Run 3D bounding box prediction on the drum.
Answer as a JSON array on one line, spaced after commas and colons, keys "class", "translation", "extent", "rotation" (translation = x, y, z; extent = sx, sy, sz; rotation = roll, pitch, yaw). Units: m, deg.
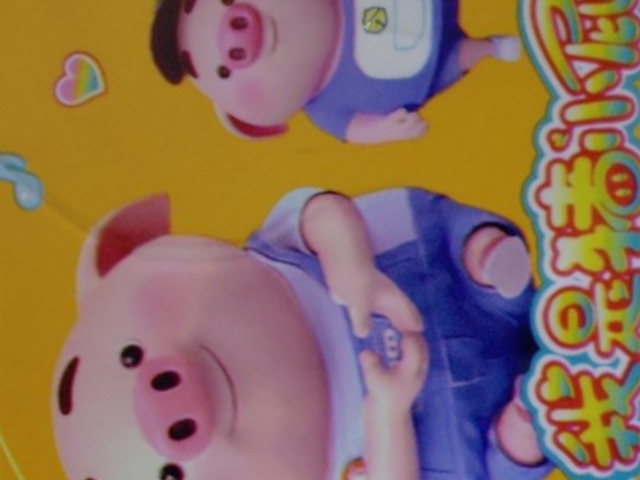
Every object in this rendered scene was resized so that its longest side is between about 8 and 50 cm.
[{"class": "drum", "translation": [0.000, 0.000, 0.843], "extent": [0.431, 0.214, 0.431], "rotation": [-2, 82, 16]}]
